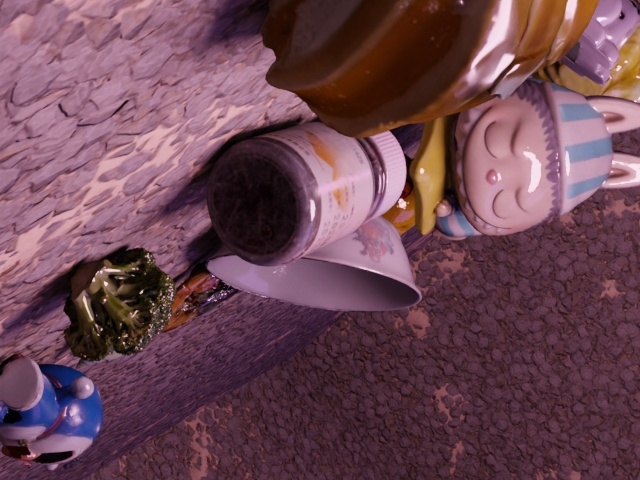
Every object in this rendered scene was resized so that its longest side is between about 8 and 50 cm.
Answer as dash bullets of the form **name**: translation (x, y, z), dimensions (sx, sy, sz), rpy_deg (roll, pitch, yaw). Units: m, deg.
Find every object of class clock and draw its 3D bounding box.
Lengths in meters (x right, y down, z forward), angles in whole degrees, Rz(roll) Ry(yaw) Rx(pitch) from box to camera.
- **clock**: translation (0.472, -0.393, 1.677), dimensions (0.254, 0.189, 0.189), rpy_deg (-44, 171, -2)

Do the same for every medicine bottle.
- **medicine bottle**: translation (-0.012, -0.074, 1.408), dimensions (0.165, 0.165, 0.273), rpy_deg (-43, 170, 34)

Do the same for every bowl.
- **bowl**: translation (0.000, 0.000, 1.694), dimensions (0.345, 0.345, 0.157), rpy_deg (107, -7, -75)

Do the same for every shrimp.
- **shrimp**: translation (-0.187, 0.074, 1.851), dimensions (0.290, 0.054, 0.222), rpy_deg (-27, 167, -29)

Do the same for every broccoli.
- **broccoli**: translation (-0.264, 0.085, 1.372), dimensions (0.162, 0.146, 0.138), rpy_deg (-49, 133, -4)

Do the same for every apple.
- **apple**: translation (0.101, -0.076, 1.866), dimensions (0.182, 0.155, 0.182), rpy_deg (-38, 173, -5)

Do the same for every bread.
- **bread**: translation (0.134, -0.231, 1.032), dimensions (0.300, 0.210, 0.341), rpy_deg (-40, 172, 32)

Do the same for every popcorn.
- **popcorn**: translation (0.550, -0.356, 1.990), dimensions (0.334, 0.294, 0.292), rpy_deg (5, -173, -35)

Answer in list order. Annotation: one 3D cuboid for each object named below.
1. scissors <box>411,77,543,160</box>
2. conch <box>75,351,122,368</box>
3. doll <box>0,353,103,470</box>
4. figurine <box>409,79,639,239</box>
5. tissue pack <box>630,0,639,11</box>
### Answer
- **scissors**: translation (0.250, -0.167, 2.000), dimensions (0.447, 0.029, 0.192), rpy_deg (-22, 135, 27)
- **conch**: translation (-0.331, 0.139, 1.645), dimensions (0.180, 0.088, 0.065), rpy_deg (-47, -148, 18)
- **doll**: translation (-0.414, 0.251, 1.557), dimensions (0.215, 0.161, 0.257), rpy_deg (-10, 162, 9)
- **figurine**: translation (0.352, -0.097, 1.714), dimensions (0.361, 0.377, 0.266), rpy_deg (58, 46, -70)
- **tissue pack**: translation (0.573, -0.390, 1.511), dimensions (0.245, 0.332, 0.123), rpy_deg (-35, 162, 0)
